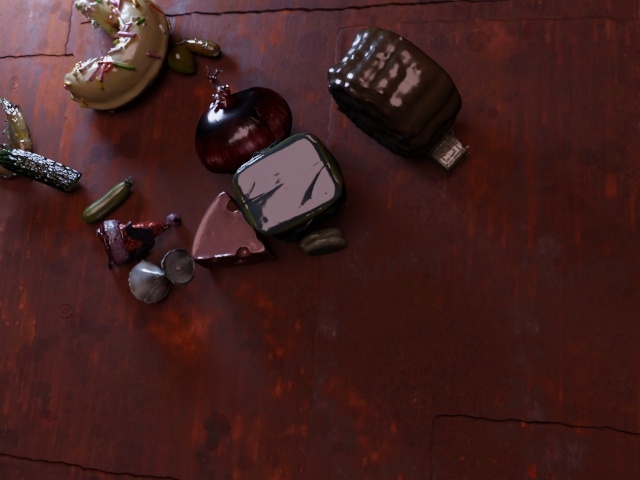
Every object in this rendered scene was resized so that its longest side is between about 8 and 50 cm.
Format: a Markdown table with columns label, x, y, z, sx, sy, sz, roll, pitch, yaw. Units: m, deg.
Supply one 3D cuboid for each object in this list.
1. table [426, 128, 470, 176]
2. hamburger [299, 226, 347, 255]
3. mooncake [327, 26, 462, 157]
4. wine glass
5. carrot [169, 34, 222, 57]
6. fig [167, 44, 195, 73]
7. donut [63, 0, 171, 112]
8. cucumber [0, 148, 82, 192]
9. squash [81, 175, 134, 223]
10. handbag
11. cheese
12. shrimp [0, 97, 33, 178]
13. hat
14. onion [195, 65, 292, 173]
| label | x | y | z | sx | sy | sz | roll | pitch | yaw |
| --- | --- | --- | --- | --- | --- | --- | --- | --- | --- |
| table | 0.323 | -0.222 | 1.722 | 0.083 | 0.062 | 0.079 | -45 | 72 | -1 |
| hamburger | 0.001 | 0.003 | 1.728 | 0.121 | 0.084 | 0.054 | -16 | 75 | 10 |
| mooncake | 0.173 | -0.348 | 1.657 | 0.324 | 0.324 | 0.187 | 37 | 87 | 18 |
| wine glass | -0.400 | 0.086 | 1.735 | 0.183 | 0.122 | 0.122 | -26 | 66 | 49 |
| carrot | -0.396 | -0.575 | 1.986 | 0.255 | 0.049 | 0.049 | 19 | 81 | 21 |
| fig | -0.394 | -0.512 | 1.954 | 0.074 | 0.074 | 0.088 | -41 | 93 | 0 |
| donut | -0.585 | -0.560 | 1.955 | 0.308 | 0.150 | 0.370 | 0 | 76 | 20 |
| cucumber | -0.803 | -0.207 | 1.946 | 0.266 | 0.077 | 0.077 | 23 | 82 | 5 |
| squash | -0.591 | -0.111 | 1.908 | 0.183 | 0.052 | 0.052 | -42 | 71 | -1 |
| handbag | -0.068 | -0.120 | 1.678 | 0.263 | 0.241 | 0.222 | -33 | 83 | 3 |
| cheese | -0.228 | -0.032 | 1.765 | 0.203 | 0.128 | 0.176 | -8 | 75 | 12 |
| shrimp | -0.938 | -0.299 | 2.034 | 0.173 | 0.058 | 0.253 | -27 | 76 | 14 |
| hat | -0.484 | -0.012 | 1.844 | 0.228 | 0.129 | 0.140 | -19 | 114 | -10 |
| onion | -0.216 | -0.307 | 1.759 | 0.273 | 0.285 | 0.273 | -21 | 32 | 14 |
